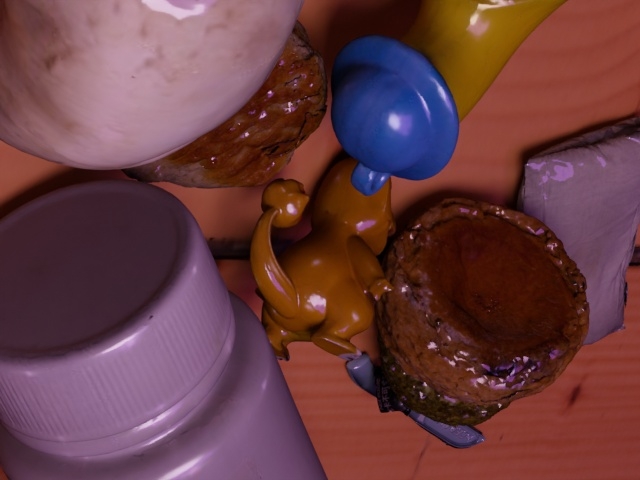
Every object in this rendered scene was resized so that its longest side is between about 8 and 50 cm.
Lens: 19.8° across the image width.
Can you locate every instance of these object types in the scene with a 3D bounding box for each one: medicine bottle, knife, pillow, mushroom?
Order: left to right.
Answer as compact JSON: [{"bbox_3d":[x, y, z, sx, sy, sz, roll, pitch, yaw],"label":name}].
[{"bbox_3d":[-0.146,-0.202,1.035,0.315,0.356,0.315,-38,135,-51],"label":"mushroom"},{"bbox_3d":[-0.121,0.135,1.308,0.208,0.208,0.340,-34,133,-15],"label":"medicine bottle"},{"bbox_3d":[0.085,0.146,1.612,0.028,0.015,0.210,-55,136,-2],"label":"knife"},{"bbox_3d":[0.224,0.008,1.605,0.148,0.050,0.230,-12,125,-24],"label":"pillow"}]

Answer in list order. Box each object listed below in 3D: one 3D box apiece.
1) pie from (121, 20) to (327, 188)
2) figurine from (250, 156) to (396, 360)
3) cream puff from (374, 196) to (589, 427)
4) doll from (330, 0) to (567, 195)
[{"bbox_3d":[-0.074,-0.103,1.282,0.163,0.079,0.193,-51,140,13],"label":"pie"},{"bbox_3d":[-0.001,-0.004,1.373,0.122,0.121,0.176,55,45,-31],"label":"figurine"},{"bbox_3d":[0.109,0.078,1.501,0.183,0.183,0.169,-13,153,-31],"label":"cream puff"},{"bbox_3d":[0.126,-0.187,1.322,0.363,0.145,0.199,-58,155,-1],"label":"doll"}]
